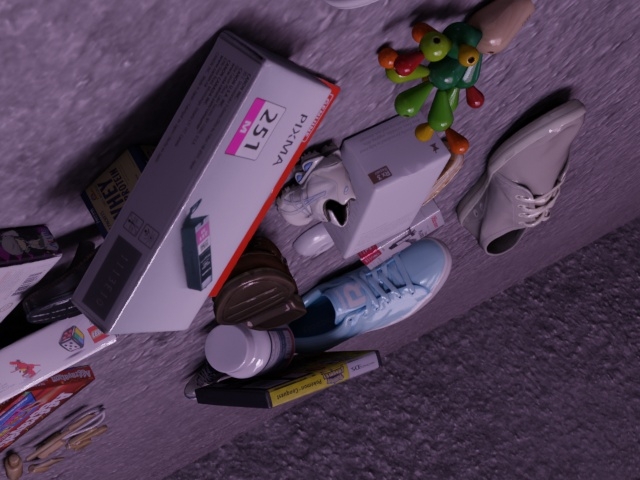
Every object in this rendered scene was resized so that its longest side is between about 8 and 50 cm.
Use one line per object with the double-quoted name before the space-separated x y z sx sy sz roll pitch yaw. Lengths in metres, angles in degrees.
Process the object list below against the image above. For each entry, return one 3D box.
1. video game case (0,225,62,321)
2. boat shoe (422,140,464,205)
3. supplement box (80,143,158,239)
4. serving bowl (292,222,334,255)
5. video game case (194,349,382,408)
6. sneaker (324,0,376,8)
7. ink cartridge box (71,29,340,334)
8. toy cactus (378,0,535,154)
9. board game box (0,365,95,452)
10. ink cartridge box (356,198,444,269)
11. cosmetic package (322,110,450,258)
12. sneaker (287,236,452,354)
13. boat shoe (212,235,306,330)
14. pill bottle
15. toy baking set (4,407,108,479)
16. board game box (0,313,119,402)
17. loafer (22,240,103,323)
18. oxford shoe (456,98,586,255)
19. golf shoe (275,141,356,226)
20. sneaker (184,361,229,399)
"video game case" -0.386 0.074 0.863 0.232 0.042 0.210 -40 164 32
"boat shoe" 0.147 -0.078 1.370 0.170 0.063 0.059 -40 157 27
"supplement box" -0.165 -0.044 0.884 0.083 0.056 0.083 -39 164 25
"serving bowl" 0.000 0.000 1.406 0.083 0.027 0.083 -28 166 -8
"video game case" -0.063 0.255 1.710 0.248 0.035 0.275 -15 -179 -34
"sneaker" 0.102 -0.244 0.716 0.217 0.079 0.121 -38 162 18
"ink cartridge box" -0.080 -0.039 0.872 0.275 0.060 0.239 -58 156 12
"toy cactus" 0.156 -0.191 0.985 0.180 0.112 0.219 -42 156 4
"board game box" -0.475 0.275 1.371 0.281 0.027 0.145 -37 165 22
"ink cartridge box" 0.121 -0.024 1.494 0.150 0.063 0.109 -32 165 5
"cosmetic package" 0.077 -0.070 1.226 0.117 0.085 0.231 -26 162 -19
"sneaker" 0.078 0.111 1.708 0.366 0.135 0.150 -34 170 9
"boat shoe" -0.096 0.051 1.251 0.110 0.104 0.307 -22 166 -1
"pill bottle" -0.124 0.183 1.600 0.108 0.108 0.180 -35 164 15
"toy baking set" -0.475 0.362 1.660 0.196 0.030 0.256 -28 165 -23
"board game box" -0.372 0.157 1.037 0.305 0.053 0.193 -28 -177 -11
"loafer" -0.233 0.029 0.952 0.170 0.061 0.062 -29 168 -32
"oxford shoe" 0.360 -0.098 1.601 0.169 0.130 0.449 -24 162 -18
"golf shoe" -0.004 -0.044 1.148 0.069 0.086 0.176 -27 166 -20
"sneaker" -0.213 0.256 1.795 0.135 0.052 0.058 -38 155 -3
